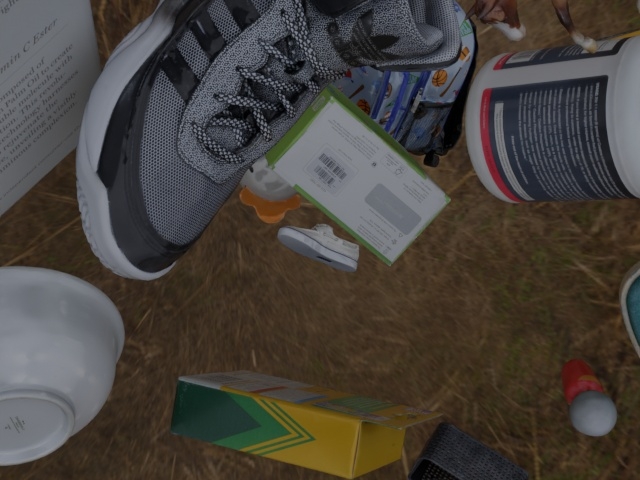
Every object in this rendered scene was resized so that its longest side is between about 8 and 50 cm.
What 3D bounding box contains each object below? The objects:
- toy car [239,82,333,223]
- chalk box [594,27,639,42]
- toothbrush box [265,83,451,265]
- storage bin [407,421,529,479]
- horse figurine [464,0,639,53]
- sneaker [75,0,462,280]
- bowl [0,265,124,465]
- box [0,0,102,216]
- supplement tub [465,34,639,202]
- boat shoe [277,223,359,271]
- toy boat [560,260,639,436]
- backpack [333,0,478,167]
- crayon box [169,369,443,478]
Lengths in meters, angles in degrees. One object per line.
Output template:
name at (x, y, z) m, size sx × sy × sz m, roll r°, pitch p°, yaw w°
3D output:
toy car at (-0.098, -0.145, 1.640) m, size 0.210 × 0.219 × 0.237 m, roll 6°, pitch 71°, yaw -23°
chalk box at (0.595, -0.249, 1.937) m, size 0.180 × 0.289 × 0.179 m, roll -12°, pitch 72°, yaw 24°
toothbrush box at (0.032, -0.112, 1.407) m, size 0.206 × 0.283 × 0.122 m, roll 39°, pitch 101°, yaw -19°
storage bin at (0.258, 0.414, 1.844) m, size 0.180 × 0.122 × 0.084 m, roll 32°, pitch 57°, yaw 9°
horse figurine at (0.232, -0.261, 0.835) m, size 0.174 × 0.066 × 0.263 m, roll 21°, pitch 109°, yaw -39°
sneaker at (-0.021, -0.094, 0.561) m, size 0.101 × 0.153 × 0.268 m, roll 41°, pitch 70°, yaw -46°
bowl at (-0.376, 0.177, 1.273) m, size 0.298 × 0.134 × 0.297 m, roll -12°, pitch 138°, yaw -11°
box at (-0.243, -0.127, 0.480) m, size 0.168 × 0.345 × 0.215 m, roll 38°, pitch 67°, yaw 12°
supplement tub at (0.329, -0.142, 1.254) m, size 0.191 × 0.272 × 0.191 m, roll 0°, pitch 90°, yaw -50°
boat shoe at (0.000, 0.000, 1.092) m, size 0.100 × 0.035 × 0.035 m, roll 23°, pitch 69°, yaw -28°
toy boat at (0.492, 0.163, 1.514) m, size 0.318 × 0.148 × 0.267 m, roll -35°, pitch 110°, yaw 15°
backpack at (0.121, -0.300, 1.738) m, size 0.276 × 0.213 × 0.263 m, roll 49°, pitch 124°, yaw 32°
crayon box at (-0.016, 0.252, 1.453) m, size 0.323 × 0.203 × 0.083 m, roll 9°, pitch 90°, yaw 23°
